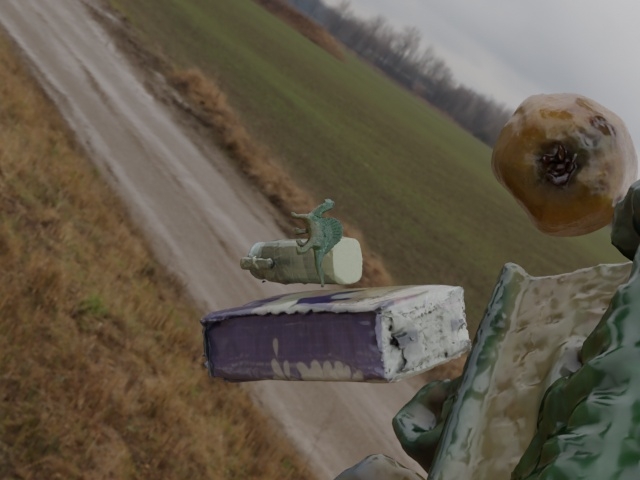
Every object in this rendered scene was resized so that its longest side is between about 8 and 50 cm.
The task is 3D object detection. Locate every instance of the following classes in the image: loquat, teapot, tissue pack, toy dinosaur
[{"bbox_3d":[0.317,-0.097,1.063,0.187,0.176,0.234,37,8,18],"label":"loquat"},{"bbox_3d":[-0.041,0.036,1.340,0.201,0.077,0.107,-1,5,43],"label":"teapot"},{"bbox_3d":[0.024,0.137,1.235,0.344,0.125,0.242,-8,-1,39],"label":"tissue pack"},{"bbox_3d":[0.000,-0.001,0.990,0.029,0.061,0.119,72,4,-56],"label":"toy dinosaur"}]

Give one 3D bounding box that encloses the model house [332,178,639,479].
[{"bbox_3d":[0.130,0.187,0.483,0.334,0.382,0.343,46,-35,-20],"label":"model house"}]
